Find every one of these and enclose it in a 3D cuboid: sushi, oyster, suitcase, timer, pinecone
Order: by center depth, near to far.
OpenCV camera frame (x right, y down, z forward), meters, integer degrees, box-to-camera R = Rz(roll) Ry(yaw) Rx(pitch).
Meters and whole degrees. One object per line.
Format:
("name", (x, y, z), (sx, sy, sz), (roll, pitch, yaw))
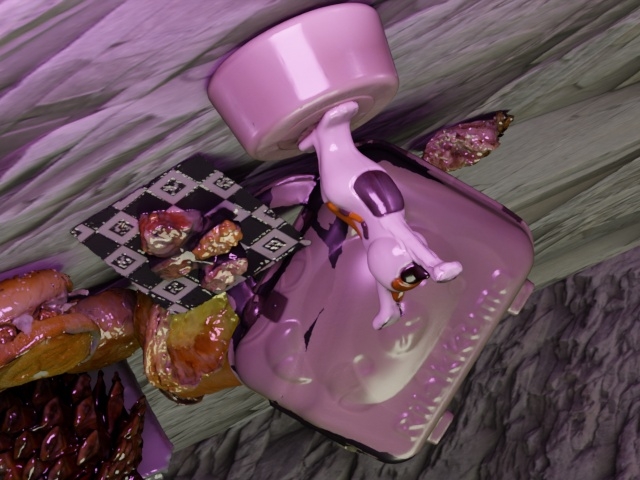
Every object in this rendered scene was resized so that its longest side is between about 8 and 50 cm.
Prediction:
("timer", (0.029, -0.059, 1.399), (0.175, 0.266, 0.175), (-25, 169, -5))
("sushi", (-0.139, 0.013, 1.679), (0.192, 0.040, 0.210), (-29, 138, 18))
("suitcase", (0.044, 0.061, 1.818), (0.351, 0.339, 0.194), (-59, -173, 8))
("oyster", (0.185, -0.121, 2.023), (0.105, 0.056, 0.177), (-25, 176, 36))
("pinecone", (-0.351, 0.263, 2.064), (0.224, 0.272, 0.224), (-63, 176, -8))

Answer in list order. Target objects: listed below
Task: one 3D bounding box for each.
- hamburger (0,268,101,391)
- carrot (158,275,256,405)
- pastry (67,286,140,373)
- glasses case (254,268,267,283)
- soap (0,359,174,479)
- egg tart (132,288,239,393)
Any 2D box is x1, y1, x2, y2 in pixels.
("hamburger", (-0.336, 0.097, 1.734), (0.185, 0.113, 0.177), (-37, 160, 15))
("carrot", (-0.112, 0.120, 2.161), (0.196, 0.196, 0.254), (-15, 172, -44))
("pastry", (-0.288, 0.117, 1.969), (0.153, 0.081, 0.153), (-21, 169, -4))
("glasses case", (0.000, 0.000, 1.960), (0.282, 0.067, 0.109), (-47, 166, 9))
("soap", (-0.474, 0.353, 2.296), (0.435, 0.213, 0.350), (-21, 170, -22))
("egg tart", (-0.170, 0.087, 1.932), (0.212, 0.090, 0.212), (-46, 146, -45))
